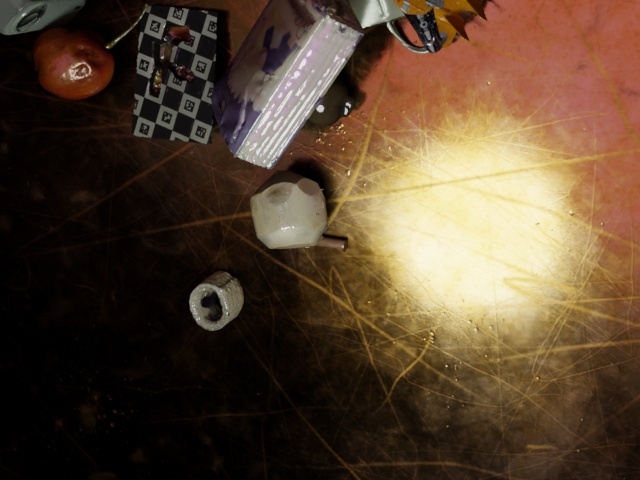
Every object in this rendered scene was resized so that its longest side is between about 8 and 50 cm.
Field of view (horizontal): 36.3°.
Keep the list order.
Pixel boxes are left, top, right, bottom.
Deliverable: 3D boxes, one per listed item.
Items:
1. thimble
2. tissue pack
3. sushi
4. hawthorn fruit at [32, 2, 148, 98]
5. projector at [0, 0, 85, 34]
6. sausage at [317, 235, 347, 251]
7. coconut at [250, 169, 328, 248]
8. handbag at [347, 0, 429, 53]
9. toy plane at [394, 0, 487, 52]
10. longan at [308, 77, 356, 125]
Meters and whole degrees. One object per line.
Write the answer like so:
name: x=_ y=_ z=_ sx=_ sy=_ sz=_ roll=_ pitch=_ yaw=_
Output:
thimble: x=-0.229 y=0.134 z=2.176 sx=0.102 sy=0.090 sz=0.115 roll=26 pitch=115 yaw=13
tissue pack: x=-0.070 y=-0.340 z=1.882 sx=0.125 sy=0.242 sz=0.343 roll=22 pitch=119 yaw=-31
sushi: x=-0.301 y=-0.352 z=2.068 sx=0.193 sy=0.043 sz=0.279 roll=8 pitch=103 yaw=18
hawthorn fruit: x=-0.470 y=-0.406 z=2.073 sx=0.285 sy=0.165 sz=0.165 roll=-25 pitch=98 yaw=7
projector: x=-0.625 y=-0.532 z=2.010 sx=0.108 sy=0.250 sz=0.198 roll=-41 pitch=91 yaw=25
sausage: x=0.000 y=0.000 z=2.088 sx=0.116 sy=0.026 sz=0.026 roll=12 pitch=110 yaw=16
coconut: x=-0.064 y=-0.065 z=2.020 sx=0.161 sy=0.161 sz=0.162 roll=-6 pitch=85 yaw=21
handbag: x=0.152 y=-0.499 z=1.836 sx=0.241 sy=0.109 sz=0.315 roll=-10 pitch=107 yaw=21
toy plane: x=0.159 y=-0.470 z=1.741 sx=0.316 sy=0.103 sz=0.204 roll=27 pitch=126 yaw=-24
longan: x=0.012 y=-0.281 z=1.956 sx=0.119 sy=0.106 sz=0.106 roll=14 pitch=111 yaw=4
